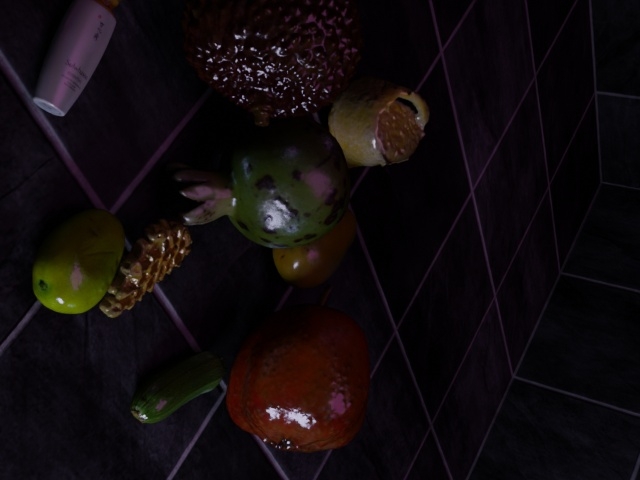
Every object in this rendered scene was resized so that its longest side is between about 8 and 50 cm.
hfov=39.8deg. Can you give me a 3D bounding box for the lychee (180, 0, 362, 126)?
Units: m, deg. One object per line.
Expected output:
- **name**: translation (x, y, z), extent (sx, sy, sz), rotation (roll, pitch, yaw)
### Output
- **lychee**: translation (-0.070, -0.317, 1.333), extent (0.276, 0.276, 0.304), rotation (33, 58, -58)

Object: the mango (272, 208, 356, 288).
- **mango**: translation (0.000, 0.000, 1.736), extent (0.251, 0.114, 0.156), rotation (-36, 124, -47)

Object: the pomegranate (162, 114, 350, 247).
- **pomegranate**: translation (-0.087, -0.094, 1.434), extent (0.306, 0.242, 0.242), rotation (-11, 112, -51)

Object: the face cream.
- **face cream**: translation (-0.319, -0.253, 1.160), extent (0.072, 0.051, 0.182), rotation (41, 67, -53)

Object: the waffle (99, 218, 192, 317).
- **waffle**: translation (-0.258, 0.043, 1.345), extent (0.160, 0.046, 0.192), rotation (-62, 171, 1)

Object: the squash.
- **squash**: translation (-0.235, 0.241, 1.492), extent (0.219, 0.068, 0.077), rotation (-22, 105, -54)

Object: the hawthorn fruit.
- **hawthorn fruit**: translation (-0.026, 0.230, 1.651), extent (0.287, 0.287, 0.330), rotation (51, 48, -54)

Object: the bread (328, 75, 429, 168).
- **bread**: translation (0.110, -0.230, 1.773), extent (0.197, 0.170, 0.197), rotation (-18, 117, -41)

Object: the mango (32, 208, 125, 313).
- **mango**: translation (-0.336, 0.024, 1.224), extent (0.117, 0.089, 0.163), rotation (52, 45, -47)
